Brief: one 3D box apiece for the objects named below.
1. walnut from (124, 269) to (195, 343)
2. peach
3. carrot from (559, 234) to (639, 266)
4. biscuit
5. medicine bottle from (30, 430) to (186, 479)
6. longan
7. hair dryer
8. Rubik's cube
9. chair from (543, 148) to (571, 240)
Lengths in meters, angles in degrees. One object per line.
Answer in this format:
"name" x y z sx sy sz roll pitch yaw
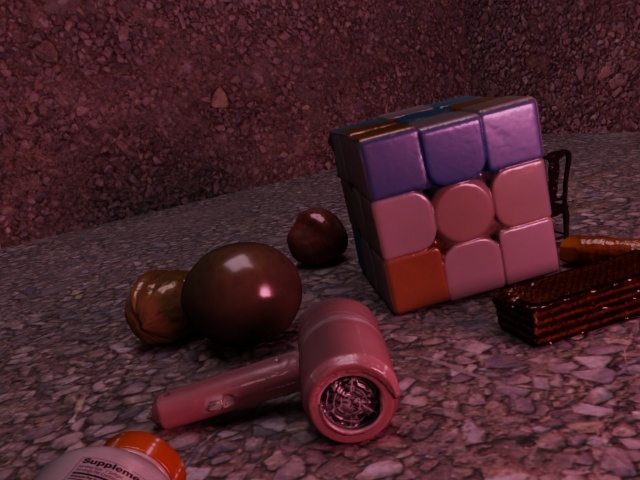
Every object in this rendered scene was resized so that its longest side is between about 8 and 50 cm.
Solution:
"walnut" -0.301 0.126 1.182 0.166 0.149 0.166 -36 8 6
"peach" 0.000 0.000 1.533 0.152 0.152 0.152 -9 14 2
"carrot" 0.618 0.031 1.147 0.314 0.066 0.066 6 20 38
"biscuit" 0.474 0.083 1.001 0.388 0.073 0.107 -13 13 -16
"medicine bottle" -0.206 0.276 0.493 0.157 0.157 0.288 -6 14 10
"longan" -0.139 0.096 1.091 0.220 0.196 0.196 -6 13 -16
"hair dryer" -0.075 0.206 0.829 0.352 0.125 0.210 -19 15 2
"Rubik's cube" 0.236 -0.094 1.251 0.344 0.347 0.346 -15 16 -3
"chair" 0.486 -0.091 1.356 0.106 0.229 0.113 -15 18 -25
